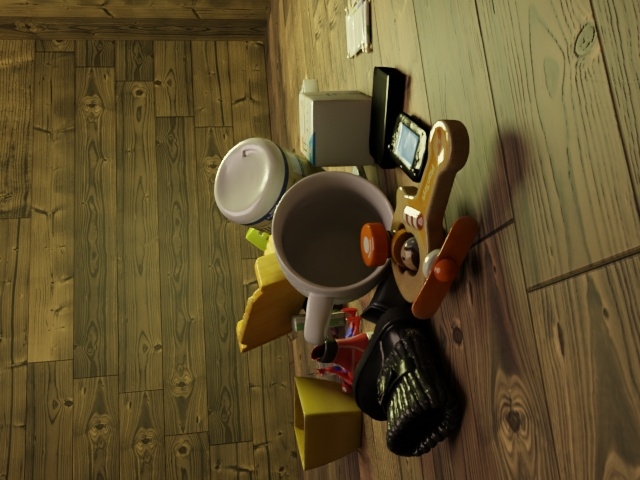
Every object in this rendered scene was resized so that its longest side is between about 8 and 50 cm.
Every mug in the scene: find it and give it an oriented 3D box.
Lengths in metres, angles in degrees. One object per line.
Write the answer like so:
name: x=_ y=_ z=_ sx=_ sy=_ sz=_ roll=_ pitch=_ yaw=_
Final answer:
mug: x=0.023 y=0.065 z=1.466 sx=0.328 sy=0.276 sz=0.374 roll=87 pitch=-166 yaw=-74

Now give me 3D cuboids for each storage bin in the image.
storage bin: x=0.158 y=0.137 z=1.364 sx=0.135 sy=0.098 sz=0.091 roll=117 pitch=176 yaw=-72

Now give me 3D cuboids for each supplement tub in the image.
supplement tub: x=-0.101 y=-0.124 z=1.652 sx=0.228 sy=0.316 sz=0.228 roll=-12 pitch=71 yaw=36

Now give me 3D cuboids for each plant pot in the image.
plant pot: x=-0.142 y=-0.051 z=2.447 sx=0.207 sy=0.228 sz=0.227 roll=-54 pitch=8 yaw=13
plant pot: x=0.023 y=0.565 z=1.935 sx=0.212 sy=0.187 sz=0.212 roll=-117 pitch=25 yaw=-66

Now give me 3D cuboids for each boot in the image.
boot: x=0.055 y=0.333 z=1.725 sx=0.244 sy=0.176 sz=0.088 roll=99 pitch=163 yaw=-55
boot: x=0.161 y=0.333 z=1.246 sx=0.260 sy=0.131 sz=0.348 roll=-104 pitch=15 yaw=-47

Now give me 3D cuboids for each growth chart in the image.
growth chart: x=0.098 y=-0.581 z=1.656 sx=0.237 sy=0.021 sz=0.171 roll=-136 pitch=44 yaw=-76

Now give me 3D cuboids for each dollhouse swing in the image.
dollhouse swing: x=-0.207 y=0.134 z=2.145 sx=0.305 sy=0.315 sz=0.346 roll=49 pitch=138 yaw=28

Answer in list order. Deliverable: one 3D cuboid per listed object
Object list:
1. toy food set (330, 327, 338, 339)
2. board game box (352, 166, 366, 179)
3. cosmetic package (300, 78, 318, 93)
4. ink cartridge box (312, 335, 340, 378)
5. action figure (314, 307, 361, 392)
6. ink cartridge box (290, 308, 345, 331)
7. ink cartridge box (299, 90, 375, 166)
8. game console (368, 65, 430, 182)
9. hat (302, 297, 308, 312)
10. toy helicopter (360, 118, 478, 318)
toy food set: x=0.051 y=0.356 z=2.195 sx=0.078 sy=0.019 sz=0.122 roll=104 pitch=161 yaw=-59
board game box: x=0.106 y=-0.165 z=1.731 sx=0.090 sy=0.020 sz=0.090 roll=98 pitch=165 yaw=-47
cosmetic package: x=-0.037 y=-0.484 z=2.338 sx=0.099 sy=0.061 sz=0.239 roll=117 pitch=148 yaw=-72
ink cartridge box: x=0.015 y=0.415 z=2.226 sx=0.198 sy=0.067 sz=0.115 roll=-120 pitch=16 yaw=-68
action figure: x=0.052 y=0.352 z=1.880 sx=0.091 sy=0.139 sz=0.280 roll=-114 pitch=21 yaw=-68
ink cartridge box: x=-0.001 y=0.266 z=2.032 sx=0.235 sy=0.171 sz=0.056 roll=163 pitch=100 yaw=-79
ink cartridge box: x=0.041 y=-0.303 z=1.635 sx=0.232 sy=0.168 sz=0.171 roll=-118 pitch=26 yaw=-69
game console: x=0.167 y=-0.238 z=1.302 sx=0.361 sy=0.044 sz=0.213 roll=-114 pitch=23 yaw=-63
hat: x=-0.133 y=0.211 z=2.484 sx=0.331 sy=0.134 sz=0.331 roll=58 pitch=-175 yaw=-8
toy helicopter: x=0.182 y=-0.033 z=1.026 sx=0.235 sy=0.140 sz=0.355 roll=-106 pitch=19 yaw=-46
